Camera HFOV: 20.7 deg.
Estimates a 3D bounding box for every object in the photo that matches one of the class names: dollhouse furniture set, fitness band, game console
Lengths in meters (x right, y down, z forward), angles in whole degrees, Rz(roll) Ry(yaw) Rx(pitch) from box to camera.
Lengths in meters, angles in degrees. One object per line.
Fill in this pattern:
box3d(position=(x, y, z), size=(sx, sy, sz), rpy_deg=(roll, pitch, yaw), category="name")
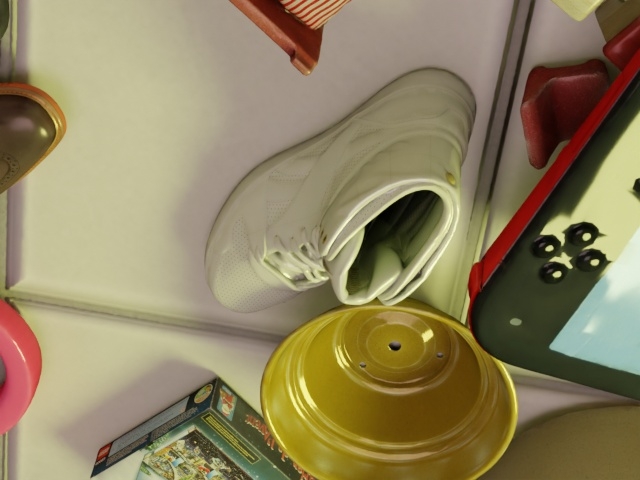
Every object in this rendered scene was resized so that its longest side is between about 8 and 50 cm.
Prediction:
box3d(position=(0.118, -0.168, 1.254), size=(0.374, 0.152, 0.201), rpy_deg=(39, 122, -19), category="dollhouse furniture set")
box3d(position=(-0.396, 0.110, 1.592), size=(0.291, 0.054, 0.209), rpy_deg=(-9, 124, 16), category="fitness band")
box3d(position=(0.338, 0.005, 1.348), size=(0.386, 0.060, 0.342), rpy_deg=(16, 131, -23), category="game console")

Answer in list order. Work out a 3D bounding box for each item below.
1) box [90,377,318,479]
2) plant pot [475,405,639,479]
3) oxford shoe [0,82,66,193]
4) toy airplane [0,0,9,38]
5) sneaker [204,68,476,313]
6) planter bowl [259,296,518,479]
box3d(position=(-0.078, 0.247, 1.651), size=(0.159, 0.044, 0.233), rpy_deg=(-32, 116, 27), category="box")
box3d(position=(0.267, 0.316, 1.549), size=(0.284, 0.191, 0.284), rpy_deg=(1, 125, 2), category="plant pot")
box3d(position=(-0.325, -0.042, 1.443), size=(0.271, 0.098, 0.097), rpy_deg=(-26, 118, 24), category="oxford shoe")
box3d(position=(-0.414, -0.219, 1.151), size=(0.386, 0.384, 0.272), rpy_deg=(-10, 104, 6), category="toy airplane")
box3d(position=(0.000, 0.000, 1.386), size=(0.108, 0.169, 0.292), rpy_deg=(37, 124, -20), category="sneaker")
box3d(position=(0.061, 0.114, 1.507), size=(0.217, 0.090, 0.217), rpy_deg=(4, 125, 5), category="planter bowl")
